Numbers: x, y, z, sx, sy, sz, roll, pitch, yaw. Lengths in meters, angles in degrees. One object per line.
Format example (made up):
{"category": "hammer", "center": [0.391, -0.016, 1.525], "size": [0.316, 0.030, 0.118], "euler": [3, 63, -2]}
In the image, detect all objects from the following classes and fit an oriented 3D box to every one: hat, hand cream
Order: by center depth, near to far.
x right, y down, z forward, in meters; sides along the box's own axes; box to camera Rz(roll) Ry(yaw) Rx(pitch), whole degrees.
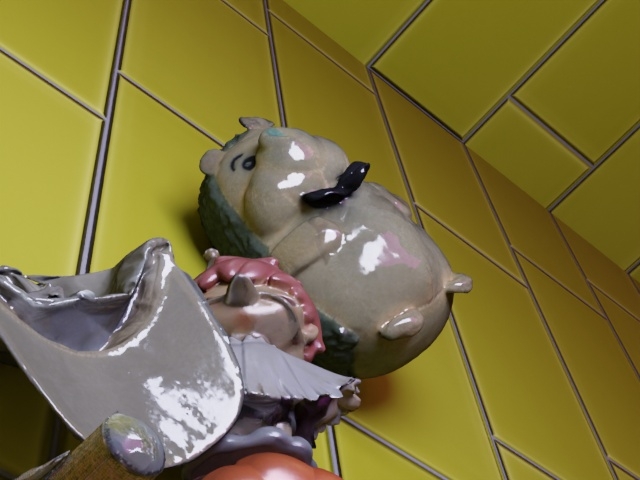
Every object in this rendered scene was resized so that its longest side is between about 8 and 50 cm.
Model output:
{"category": "hand cream", "center": [-0.168, 0.181, 0.659], "size": [0.084, 0.203, 0.084], "euler": [37, 23, -19]}
{"category": "hat", "center": [-0.199, 0.096, 0.884], "size": [0.214, 0.149, 0.245], "euler": [-3, 61, -46]}

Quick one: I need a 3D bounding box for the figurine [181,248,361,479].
{"category": "figurine", "center": [-0.071, 0.098, 1.040], "size": [0.387, 0.207, 0.166], "euler": [-98, -178, -59]}

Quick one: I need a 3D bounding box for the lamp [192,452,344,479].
{"category": "lamp", "center": [-0.044, 0.259, 0.810], "size": [0.187, 0.164, 0.188], "euler": [17, 47, -19]}

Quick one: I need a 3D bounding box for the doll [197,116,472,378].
{"category": "doll", "center": [0.000, 0.000, 1.284], "size": [0.349, 0.247, 0.247], "euler": [41, 18, 19]}
